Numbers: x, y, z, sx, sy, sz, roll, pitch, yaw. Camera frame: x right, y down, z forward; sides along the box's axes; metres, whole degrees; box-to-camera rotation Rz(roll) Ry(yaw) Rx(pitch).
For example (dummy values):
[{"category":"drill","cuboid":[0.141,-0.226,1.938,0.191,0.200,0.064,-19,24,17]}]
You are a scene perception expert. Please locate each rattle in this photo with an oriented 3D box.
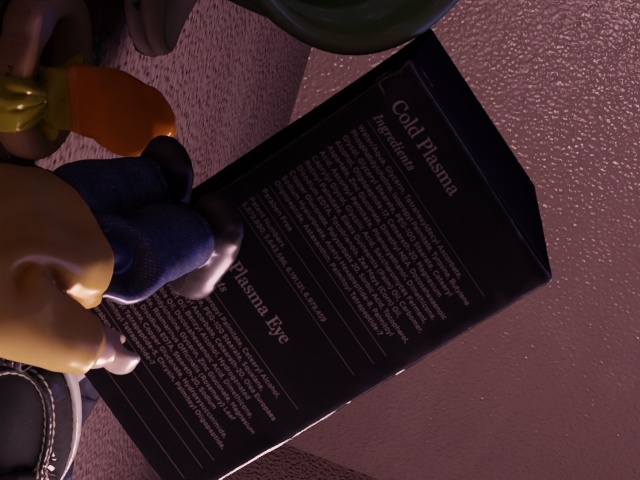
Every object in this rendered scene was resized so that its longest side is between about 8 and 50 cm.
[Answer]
[{"category":"rattle","cuboid":[-0.149,-0.116,0.919,0.199,0.142,0.130,8,79,-79]}]

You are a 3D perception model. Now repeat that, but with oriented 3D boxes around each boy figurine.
[{"category":"boy figurine","cuboid":[-0.172,0.015,0.704,0.285,0.177,0.092,-19,147,-46]}]

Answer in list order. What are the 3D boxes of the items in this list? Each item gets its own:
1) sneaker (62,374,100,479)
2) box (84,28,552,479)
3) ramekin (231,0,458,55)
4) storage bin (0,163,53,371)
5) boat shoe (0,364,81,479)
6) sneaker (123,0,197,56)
[{"category":"sneaker","cuboid":[-0.262,0.180,1.268,0.226,0.086,0.163,-35,136,-69]},{"category":"box","cuboid":[0.000,0.000,1.001,0.312,0.179,0.343,-34,-173,14]},{"category":"ramekin","cuboid":[0.002,-0.308,0.985,0.303,0.148,0.303,-20,121,-37]},{"category":"storage bin","cuboid":[-0.223,0.015,0.960,0.180,0.084,0.122,-60,170,-82]},{"category":"boat shoe","cuboid":[-0.277,0.215,1.042,0.091,0.114,0.303,-75,-176,-61]},{"category":"sneaker","cuboid":[-0.086,-0.291,1.095,0.110,0.118,0.292,-67,179,-82]}]
